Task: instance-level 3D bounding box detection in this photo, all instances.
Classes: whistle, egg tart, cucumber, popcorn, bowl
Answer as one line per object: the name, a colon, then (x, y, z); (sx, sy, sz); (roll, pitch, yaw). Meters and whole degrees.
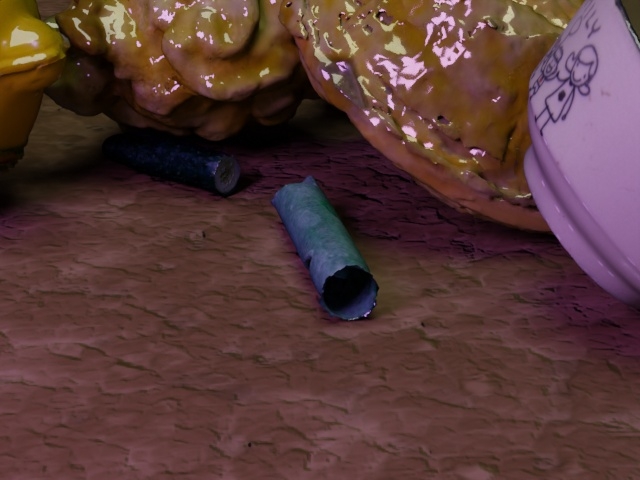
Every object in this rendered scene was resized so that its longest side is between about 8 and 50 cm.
whistle: (0.000, 0.000, 1.136); (0.039, 0.039, 0.186); (-4, 22, -11)
egg tart: (0.137, -0.162, 1.244); (0.345, 0.132, 0.345); (16, 41, -15)
cucumber: (-0.117, -0.062, 1.305); (0.133, 0.032, 0.032); (16, 26, 39)
popcorn: (-0.098, -0.173, 1.333); (0.266, 0.192, 0.233); (-17, 13, -35)
bowl: (0.211, -0.042, 1.058); (0.126, 0.238, 0.238); (-40, 7, 24)

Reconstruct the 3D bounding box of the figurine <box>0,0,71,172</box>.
figurine: (-0.349, -0.119, 1.185); (0.340, 0.231, 0.323); (-15, 26, -20)
